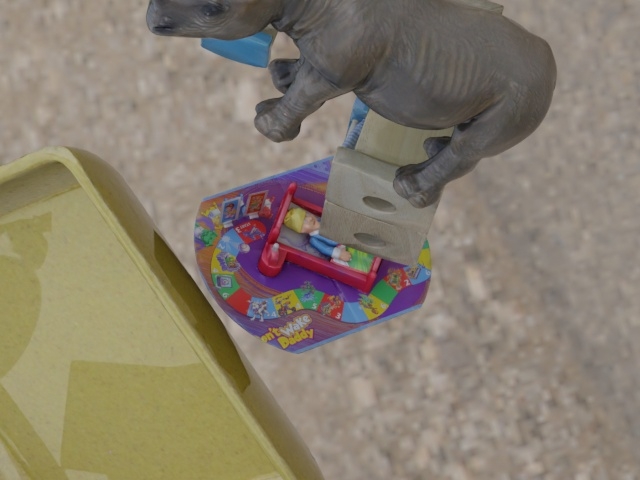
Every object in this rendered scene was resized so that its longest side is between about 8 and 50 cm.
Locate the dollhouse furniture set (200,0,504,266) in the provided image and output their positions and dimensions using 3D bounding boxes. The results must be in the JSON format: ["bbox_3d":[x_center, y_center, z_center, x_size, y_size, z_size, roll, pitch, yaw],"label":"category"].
[{"bbox_3d":[-0.004,-0.088,1.123,0.129,0.184,0.129,102,-173,-70],"label":"dollhouse furniture set"}]

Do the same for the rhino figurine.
[{"bbox_3d":[0.013,-0.098,0.916,0.106,0.243,0.073,-44,38,34],"label":"rhino figurine"}]

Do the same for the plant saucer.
[{"bbox_3d":[-0.171,0.096,1.268,0.333,0.081,0.332,-19,112,38],"label":"plant saucer"}]

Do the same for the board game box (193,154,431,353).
[{"bbox_3d":[0.000,0.000,1.282,0.133,0.169,0.033,60,154,22],"label":"board game box"}]
